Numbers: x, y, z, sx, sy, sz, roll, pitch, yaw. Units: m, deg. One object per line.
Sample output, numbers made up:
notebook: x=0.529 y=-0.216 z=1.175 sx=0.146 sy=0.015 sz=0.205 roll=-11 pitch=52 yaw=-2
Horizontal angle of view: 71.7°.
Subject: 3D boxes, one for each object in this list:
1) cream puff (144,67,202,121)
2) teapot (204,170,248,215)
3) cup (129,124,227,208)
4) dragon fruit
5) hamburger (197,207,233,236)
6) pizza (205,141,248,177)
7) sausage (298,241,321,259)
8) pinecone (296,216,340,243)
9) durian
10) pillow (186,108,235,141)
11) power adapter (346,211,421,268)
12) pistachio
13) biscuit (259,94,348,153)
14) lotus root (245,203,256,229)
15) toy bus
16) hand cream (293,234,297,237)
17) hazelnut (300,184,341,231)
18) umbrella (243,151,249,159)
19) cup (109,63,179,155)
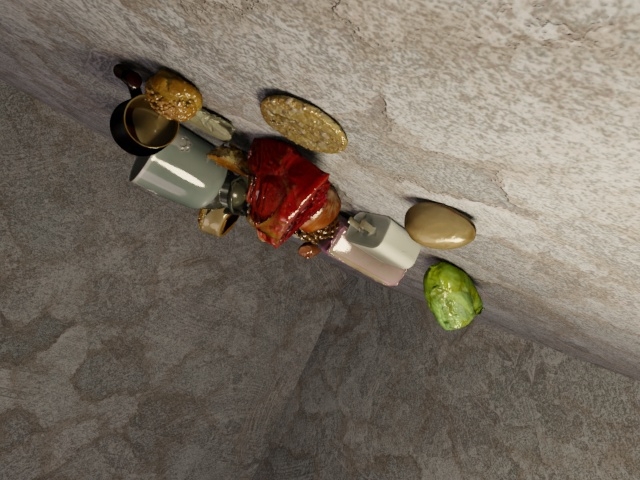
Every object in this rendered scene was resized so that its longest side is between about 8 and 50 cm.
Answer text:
cream puff: x=-0.370 y=-0.354 z=1.104 sx=0.144 sy=0.103 sz=0.126 roll=32 pitch=174 yaw=0
teapot: x=-0.421 y=-0.189 z=1.896 sx=0.285 sy=0.223 sz=0.305 roll=17 pitch=128 yaw=14
cup: x=-0.516 y=-0.294 z=1.656 sx=0.274 sy=0.259 sz=0.356 roll=30 pitch=-157 yaw=-32
dragon fruit: x=-0.116 y=-0.156 z=1.285 sx=0.240 sy=0.302 sz=0.330 roll=13 pitch=-147 yaw=-54
hamburger: x=-0.513 y=-0.161 z=2.280 sx=0.170 sy=0.302 sz=0.302 roll=34 pitch=174 yaw=3
pizza: x=-0.278 y=-0.260 z=1.384 sx=0.147 sy=0.069 sz=0.226 roll=22 pitch=175 yaw=16
sausage: x=-0.002 y=0.001 z=1.883 sx=0.079 sy=0.087 sz=0.326 roll=59 pitch=-147 yaw=-5
pinecone: x=-0.035 y=-0.084 z=1.651 sx=0.185 sy=0.169 sz=0.212 roll=59 pitch=176 yaw=-15
durian: x=0.513 y=0.216 z=1.729 sx=0.256 sy=0.204 sz=0.339 roll=-71 pitch=-41 yaw=-71
pillow: x=-0.355 y=-0.356 z=1.272 sx=0.230 sy=0.050 sz=0.148 roll=31 pitch=166 yaw=-13
power adapter: x=0.198 y=-0.012 z=1.529 sx=0.255 sy=0.124 sz=0.187 roll=30 pitch=171 yaw=-37
pistachio: x=0.300 y=-0.034 z=1.117 sx=0.185 sy=0.126 sz=0.108 roll=18 pitch=-147 yaw=28
biscuit: x=-0.038 y=-0.251 z=0.973 sx=0.220 sy=0.033 sz=0.220 roll=24 pitch=172 yaw=4
lotus root: x=-0.225 y=-0.088 z=1.910 sx=0.221 sy=0.125 sz=0.118 roll=32 pitch=-152 yaw=-29
toy bus: x=0.179 y=0.055 z=1.758 sx=0.386 sy=0.171 sz=0.162 roll=28 pitch=-163 yaw=-20
hand cream: x=-0.184 y=-0.146 z=2.007 sx=0.359 sy=0.118 sz=0.185 roll=41 pitch=164 yaw=-34
hazelnut: x=-0.025 y=-0.112 z=1.422 sx=0.182 sy=0.182 sz=0.182 roll=25 pitch=173 yaw=3
umbrella: x=-0.188 y=-0.217 z=1.622 sx=0.073 sy=0.067 sz=0.337 roll=24 pitch=174 yaw=45
cup: x=-0.505 y=-0.343 z=1.207 sx=0.239 sy=0.166 sz=0.177 roll=47 pitch=163 yaw=-27
